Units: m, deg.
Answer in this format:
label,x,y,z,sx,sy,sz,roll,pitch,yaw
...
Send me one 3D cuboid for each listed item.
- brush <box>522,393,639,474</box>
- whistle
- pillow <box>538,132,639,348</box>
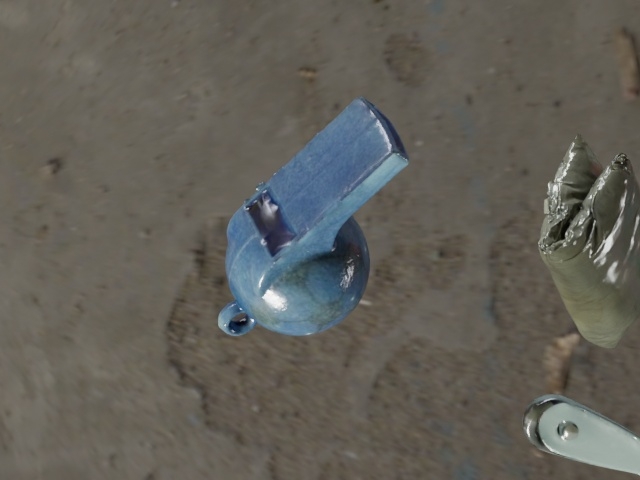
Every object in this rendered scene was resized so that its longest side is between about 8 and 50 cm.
label,x,y,z,sx,sy,sz,roll,pitch,yaw
brush,0.305,0.182,1.468,0.297,0.060,0.068,22,114,5
whistle,0.000,0.000,1.033,0.158,0.090,0.090,-42,100,15
pillow,0.266,0.008,1.739,0.134,0.078,0.181,-61,139,-24
